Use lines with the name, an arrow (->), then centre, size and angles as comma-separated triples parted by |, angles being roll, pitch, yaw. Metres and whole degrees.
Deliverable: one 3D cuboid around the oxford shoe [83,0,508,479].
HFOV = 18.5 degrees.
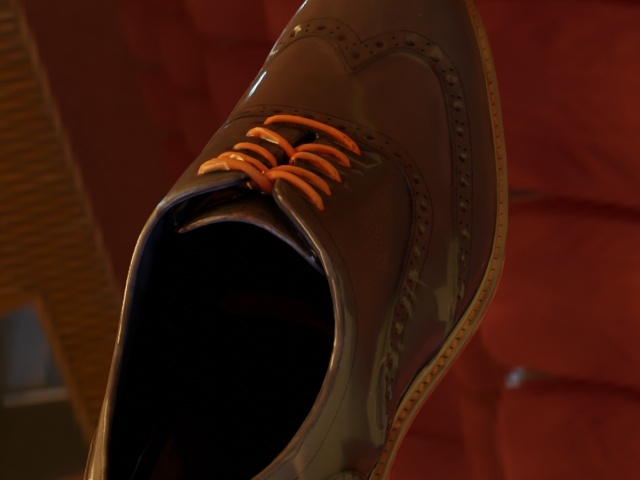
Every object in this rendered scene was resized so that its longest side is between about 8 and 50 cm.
oxford shoe -> 0.000, 0.000, 0.571 | 0.098, 0.097, 0.271 | 83, -162, -51
